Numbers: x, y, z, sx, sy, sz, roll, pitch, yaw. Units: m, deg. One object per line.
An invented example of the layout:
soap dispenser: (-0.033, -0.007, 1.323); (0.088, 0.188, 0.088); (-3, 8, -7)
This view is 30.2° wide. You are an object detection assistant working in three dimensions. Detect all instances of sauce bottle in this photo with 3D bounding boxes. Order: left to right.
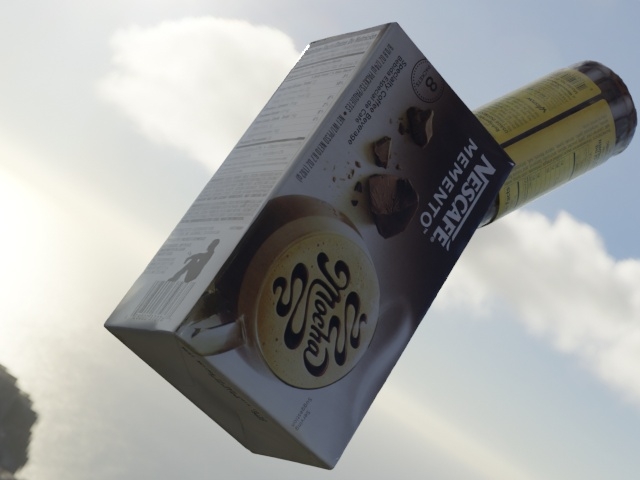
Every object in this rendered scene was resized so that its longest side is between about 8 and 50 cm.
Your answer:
sauce bottle: (0.148, -0.069, 1.149); (0.111, 0.344, 0.111); (47, -29, 36)

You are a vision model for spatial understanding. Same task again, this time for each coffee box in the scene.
coffee box: (0.000, 0.000, 0.907); (0.168, 0.297, 0.119); (46, -25, -26)
